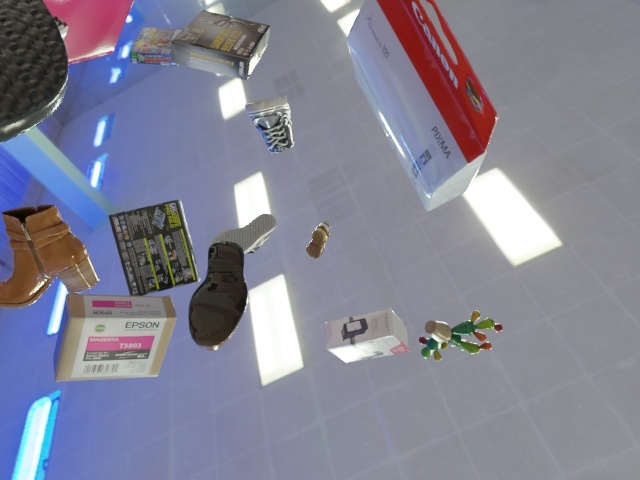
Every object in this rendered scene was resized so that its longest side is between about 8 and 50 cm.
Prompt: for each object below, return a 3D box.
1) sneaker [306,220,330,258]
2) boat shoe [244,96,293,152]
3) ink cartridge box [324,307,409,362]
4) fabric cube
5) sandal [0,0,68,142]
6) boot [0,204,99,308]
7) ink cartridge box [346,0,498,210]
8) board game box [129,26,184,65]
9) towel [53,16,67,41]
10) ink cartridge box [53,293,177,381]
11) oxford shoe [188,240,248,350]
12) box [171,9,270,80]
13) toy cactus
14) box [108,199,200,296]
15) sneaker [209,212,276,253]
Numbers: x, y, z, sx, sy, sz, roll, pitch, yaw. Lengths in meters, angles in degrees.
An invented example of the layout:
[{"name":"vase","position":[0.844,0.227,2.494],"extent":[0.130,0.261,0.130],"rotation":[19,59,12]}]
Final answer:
[{"name":"sneaker","position":[0.000,0.000,1.824],"extent":[0.069,0.186,0.084],"rotation":[35,-126,7]},{"name":"boat shoe","position":[-0.143,-0.358,1.471],"extent":[0.127,0.158,0.340],"rotation":[-9,-168,9]},{"name":"ink cartridge box","position":[0.155,0.323,1.562],"extent":[0.237,0.172,0.100],"rotation":[-16,-127,22]},{"name":"fabric cube","position":[-0.598,-0.566,1.012],"extent":[0.254,0.259,0.258],"rotation":[-40,-172,-40]},{"name":"sandal","position":[-0.388,-0.231,0.527],"extent":[0.167,0.107,0.446],"rotation":[-3,-130,-32]},{"name":"boot","position":[-0.476,0.023,0.752],"extent":[0.196,0.153,0.073],"rotation":[-14,-149,1]},{"name":"ink cartridge box","position":[0.131,-0.224,0.700],"extent":[0.091,0.385,0.309],"rotation":[-26,-101,8]},{"name":"board game box","position":[-0.493,-0.599,1.431],"extent":[0.136,0.035,0.201],"rotation":[2,-136,-6]},{"name":"towel","position":[-0.551,-0.223,0.766],"extent":[0.237,0.037,0.329],"rotation":[-46,-169,43]},{"name":"ink cartridge box","position":[-0.480,0.227,1.092],"extent":[0.088,0.234,0.194],"rotation":[50,-56,47]},{"name":"oxford shoe","position":[-0.144,0.090,0.680],"extent":[0.075,0.076,0.212],"rotation":[9,-149,-7]},{"name":"box","position":[-0.237,-0.487,1.147],"extent":[0.182,0.056,0.231],"rotation":[14,-137,-1]},{"name":"toy cactus","position":[0.331,0.234,1.185],"extent":[0.218,0.180,0.112],"rotation":[-25,-129,37]},{"name":"box","position":[-0.518,0.025,1.468],"extent":[0.216,0.271,0.060],"rotation":[-14,-175,-8]},{"name":"sneaker","position":[-0.326,0.005,1.954],"extent":[0.321,0.127,0.126],"rotation":[-30,-104,-33]}]
